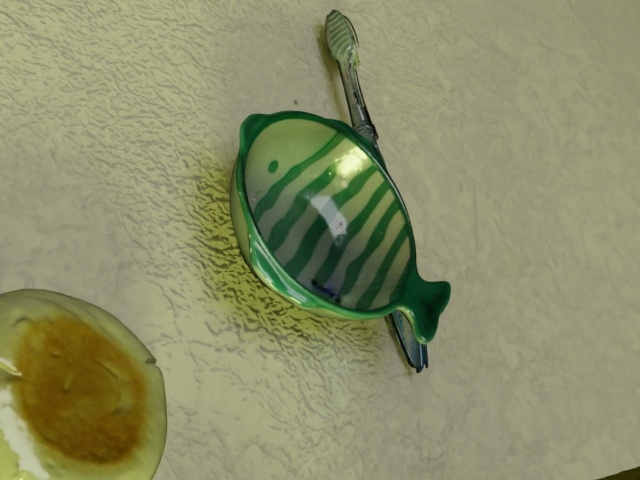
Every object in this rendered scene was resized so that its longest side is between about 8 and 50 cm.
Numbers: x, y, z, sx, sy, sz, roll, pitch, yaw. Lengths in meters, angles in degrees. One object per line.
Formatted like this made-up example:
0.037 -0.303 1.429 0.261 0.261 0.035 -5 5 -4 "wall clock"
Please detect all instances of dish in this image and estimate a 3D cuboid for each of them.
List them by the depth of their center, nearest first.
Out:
0.000 0.000 0.871 0.246 0.078 0.224 45 41 -12 "dish"

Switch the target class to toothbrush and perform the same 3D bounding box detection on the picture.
0.055 -0.063 1.002 0.042 0.035 0.413 41 34 -60 "toothbrush"

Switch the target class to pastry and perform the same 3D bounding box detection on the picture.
-0.171 0.107 0.620 0.156 0.092 0.156 23 53 -35 "pastry"

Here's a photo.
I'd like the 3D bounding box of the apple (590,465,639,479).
0.282 0.373 0.634 0.473 0.473 0.474 25 49 -32 "apple"
